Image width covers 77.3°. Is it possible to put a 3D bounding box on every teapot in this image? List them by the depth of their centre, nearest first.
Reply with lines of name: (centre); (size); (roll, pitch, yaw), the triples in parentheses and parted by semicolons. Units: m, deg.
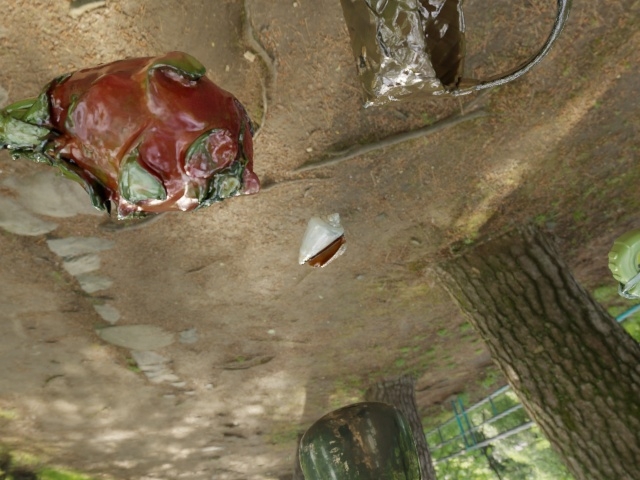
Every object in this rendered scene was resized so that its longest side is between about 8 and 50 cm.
teapot: (0.060, 0.481, 0.705); (0.306, 0.285, 0.223); (-28, 129, 4)

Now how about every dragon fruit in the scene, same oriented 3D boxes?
dragon fruit: (-0.204, -0.097, 0.429); (0.270, 0.200, 0.198); (-17, 145, -12)

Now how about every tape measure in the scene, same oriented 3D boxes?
tape measure: (0.829, 0.051, 1.005); (0.200, 0.175, 0.106); (-32, 175, 16)

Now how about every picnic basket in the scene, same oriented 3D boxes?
picnic basket: (0.227, -0.385, 0.650); (0.338, 0.337, 0.292); (-16, 117, 6)

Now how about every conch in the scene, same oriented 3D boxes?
conch: (0.001, 0.006, 0.961); (0.105, 0.094, 0.176); (25, 107, -19)
